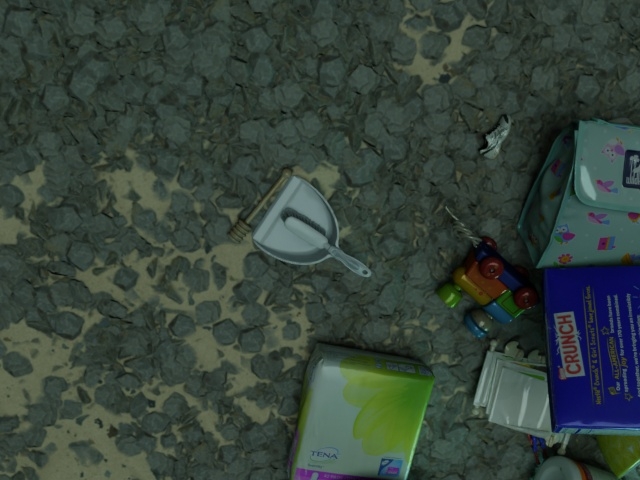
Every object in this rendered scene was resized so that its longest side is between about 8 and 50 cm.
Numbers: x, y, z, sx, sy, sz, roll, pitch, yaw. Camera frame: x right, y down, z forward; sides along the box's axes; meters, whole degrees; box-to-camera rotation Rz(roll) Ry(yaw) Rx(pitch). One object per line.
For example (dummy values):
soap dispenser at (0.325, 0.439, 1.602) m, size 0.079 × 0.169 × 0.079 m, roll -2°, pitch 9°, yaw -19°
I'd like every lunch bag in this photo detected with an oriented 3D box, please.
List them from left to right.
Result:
lunch bag at (0.487, -0.077, 1.189) m, size 0.223 × 0.160 × 0.262 m, roll 7°, pitch 126°, yaw -7°

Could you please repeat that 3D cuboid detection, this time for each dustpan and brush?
dustpan and brush at (0.000, 0.000, 1.251) m, size 0.211 × 0.060 × 0.147 m, roll 32°, pitch 100°, yaw -11°

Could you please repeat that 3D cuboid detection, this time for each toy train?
toy train at (0.264, 0.062, 1.274) m, size 0.248 × 0.105 × 0.143 m, roll 39°, pitch 112°, yaw -12°

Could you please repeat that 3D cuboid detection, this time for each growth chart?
growth chart at (0.406, 0.299, 1.363) m, size 0.237 × 0.021 × 0.172 m, roll 24°, pitch 87°, yaw -10°

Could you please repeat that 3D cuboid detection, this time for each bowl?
bowl at (0.608, 0.288, 1.305) m, size 0.289 × 0.289 × 0.156 m, roll -43°, pitch 60°, yaw 7°

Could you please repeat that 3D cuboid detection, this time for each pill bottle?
pill bottle at (0.539, 0.509, 1.382) m, size 0.221 × 0.121 × 0.121 m, roll 23°, pitch 102°, yaw -20°

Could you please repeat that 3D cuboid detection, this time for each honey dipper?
honey dipper at (-0.104, -0.063, 1.246) m, size 0.030 × 0.030 × 0.161 m, roll 40°, pitch 95°, yaw -12°

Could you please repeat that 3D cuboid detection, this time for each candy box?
candy box at (0.530, 0.179, 1.142) m, size 0.317 × 0.122 × 0.268 m, roll -1°, pitch 67°, yaw 13°

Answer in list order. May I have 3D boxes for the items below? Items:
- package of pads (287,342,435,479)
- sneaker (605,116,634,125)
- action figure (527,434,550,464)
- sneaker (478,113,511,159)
package of pads at (0.065, 0.351, 1.326) m, size 0.229 × 0.101 × 0.297 m, roll 11°, pitch 103°, yaw -8°
sneaker at (0.508, -0.164, 1.258) m, size 0.051 × 0.070 × 0.134 m, roll 21°, pitch 132°, yaw -25°
action figure at (0.431, 0.390, 1.401) m, size 0.038 × 0.030 × 0.115 m, roll -18°, pitch 102°, yaw 4°
sneaker at (0.307, -0.186, 1.241) m, size 0.036 × 0.032 × 0.083 m, roll 19°, pitch 102°, yaw -9°
